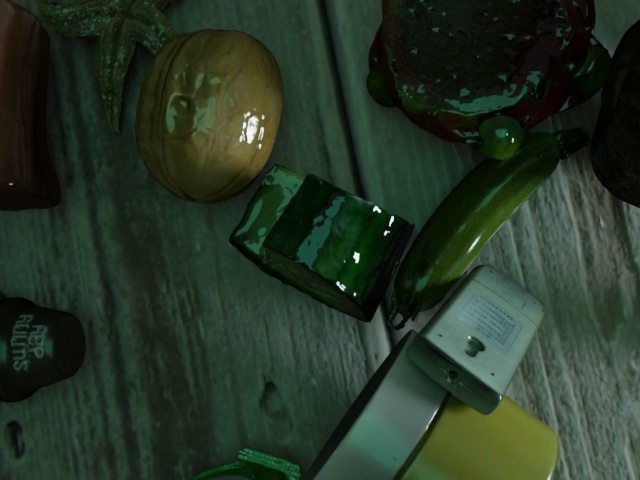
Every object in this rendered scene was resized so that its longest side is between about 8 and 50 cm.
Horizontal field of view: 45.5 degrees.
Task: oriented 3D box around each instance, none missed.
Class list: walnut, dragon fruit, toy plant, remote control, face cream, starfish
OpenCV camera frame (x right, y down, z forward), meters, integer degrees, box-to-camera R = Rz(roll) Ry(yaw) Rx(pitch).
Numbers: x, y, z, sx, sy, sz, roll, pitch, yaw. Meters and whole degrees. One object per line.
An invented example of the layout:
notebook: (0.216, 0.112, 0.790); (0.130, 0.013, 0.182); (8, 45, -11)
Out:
walnut: (-0.128, -0.142, 0.867); (0.165, 0.165, 0.197); (18, 83, 6)
dragon fruit: (0.182, -0.223, 0.854); (0.268, 0.130, 0.295); (-1, 79, 10)
toy plant: (-0.375, 0.125, 0.890); (0.200, 0.105, 0.143); (-6, 76, 15)
remote control: (0.169, 0.093, 0.791); (0.098, 0.233, 0.038); (36, 118, 12)
face cream: (0.105, 0.230, 0.780); (0.179, 0.218, 0.218); (35, 88, 6)
starfish: (-0.234, -0.275, 0.948); (0.236, 0.062, 0.277); (-5, 80, -1)

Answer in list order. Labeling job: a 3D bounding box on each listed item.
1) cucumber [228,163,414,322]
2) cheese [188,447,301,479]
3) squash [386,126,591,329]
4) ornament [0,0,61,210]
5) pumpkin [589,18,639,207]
cucumber: (0.009, 0.004, 0.834); (0.191, 0.191, 0.130); (23, 87, 6)
cheese: (-0.101, 0.394, 0.847); (0.204, 0.083, 0.320); (16, 85, 6)
squash: (0.176, -0.025, 0.870); (0.318, 0.071, 0.080); (-45, 64, -7)
ornament: (-0.414, -0.157, 0.880); (0.235, 0.221, 0.217); (10, 78, -35)
pumpkin: (0.380, -0.136, 0.803); (0.162, 0.219, 0.219); (9, 85, 9)
